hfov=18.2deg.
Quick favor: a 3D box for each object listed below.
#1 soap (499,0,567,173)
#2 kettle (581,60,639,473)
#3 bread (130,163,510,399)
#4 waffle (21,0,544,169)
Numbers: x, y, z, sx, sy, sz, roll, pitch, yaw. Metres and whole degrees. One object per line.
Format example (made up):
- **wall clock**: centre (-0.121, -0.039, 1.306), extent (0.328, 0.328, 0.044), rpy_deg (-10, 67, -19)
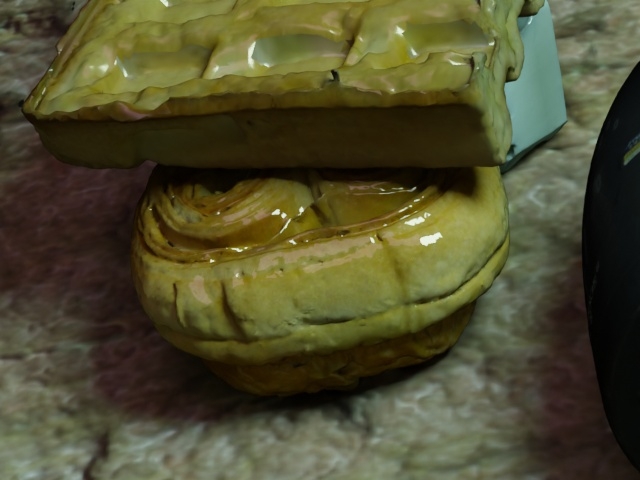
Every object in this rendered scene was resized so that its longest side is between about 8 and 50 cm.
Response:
- **soap**: centre (0.068, -0.128, 1.375), extent (0.198, 0.119, 0.066), rpy_deg (22, 52, 38)
- **kettle**: centre (0.239, -0.039, 1.087), extent (0.207, 0.268, 0.290), rpy_deg (-6, 38, 4)
- **bread**: centre (0.001, 0.002, 1.238), extent (0.236, 0.120, 0.198), rpy_deg (-12, 37, 5)
- **waffle**: centre (-0.003, -0.169, 1.292), extent (0.304, 0.077, 0.348), rpy_deg (-1, 40, 21)
